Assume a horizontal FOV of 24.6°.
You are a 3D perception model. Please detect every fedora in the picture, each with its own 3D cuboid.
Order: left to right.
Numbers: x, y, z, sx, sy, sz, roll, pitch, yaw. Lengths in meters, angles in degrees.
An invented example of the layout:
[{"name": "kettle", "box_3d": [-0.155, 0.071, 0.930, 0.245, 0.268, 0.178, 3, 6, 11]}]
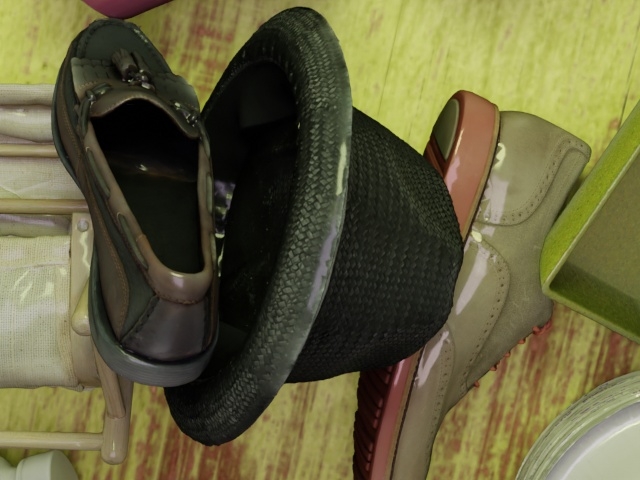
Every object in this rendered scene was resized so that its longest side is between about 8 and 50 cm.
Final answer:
[{"name": "fedora", "box_3d": [0.000, 0.000, 1.016, 0.152, 0.334, 0.334, 14, 99, -21]}]

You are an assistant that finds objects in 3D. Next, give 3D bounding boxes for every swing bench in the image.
[{"name": "swing bench", "box_3d": [-0.257, 0.014, 1.068, 0.253, 0.255, 0.165, 1, 135, 3]}]

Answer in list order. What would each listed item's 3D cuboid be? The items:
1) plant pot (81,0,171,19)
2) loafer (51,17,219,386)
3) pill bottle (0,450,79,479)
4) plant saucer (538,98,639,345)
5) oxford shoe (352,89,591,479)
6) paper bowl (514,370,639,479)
[{"name": "plant pot", "box_3d": [-0.108, -0.258, 1.039, 0.180, 0.201, 0.201, -32, 96, 21]}, {"name": "loafer", "box_3d": [-0.110, -0.050, 0.960, 0.109, 0.303, 0.095, 3, 139, -21]}, {"name": "pill bottle", "box_3d": [-0.295, 0.234, 1.141, 0.216, 0.121, 0.121, -16, 97, 4]}, {"name": "plant saucer", "box_3d": [0.249, -0.024, 1.084, 0.188, 0.045, 0.188, 25, 101, -46]}, {"name": "oxford shoe", "box_3d": [0.112, 0.070, 1.106, 0.130, 0.123, 0.348, 14, 102, -10]}, {"name": "paper bowl", "box_3d": [0.287, 0.245, 1.110, 0.284, 0.148, 0.284, 0, 97, 1]}]
